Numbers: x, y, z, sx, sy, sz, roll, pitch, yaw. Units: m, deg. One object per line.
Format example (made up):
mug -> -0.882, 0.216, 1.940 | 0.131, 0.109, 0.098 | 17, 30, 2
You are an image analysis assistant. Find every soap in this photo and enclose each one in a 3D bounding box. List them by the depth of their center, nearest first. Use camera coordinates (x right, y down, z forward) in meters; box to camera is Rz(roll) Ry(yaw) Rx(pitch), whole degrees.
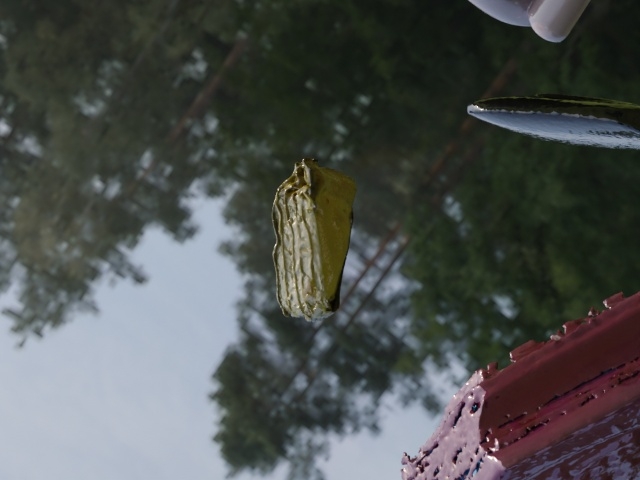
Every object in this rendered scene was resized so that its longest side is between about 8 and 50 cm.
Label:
soap -> 0.184, 0.156, 1.175 | 0.162, 0.250, 0.099 | 45, -162, -50

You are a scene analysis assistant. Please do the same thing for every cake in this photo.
cake -> -0.004, 0.001, 1.726 | 0.116, 0.079, 0.185 | -3, -100, -62

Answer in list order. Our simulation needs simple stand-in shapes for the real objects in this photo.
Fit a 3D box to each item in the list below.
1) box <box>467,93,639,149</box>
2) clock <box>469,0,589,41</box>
box -> 0.256, -0.115, 1.452 | 0.201, 0.042, 0.212 | 9, -178, 32
clock -> 0.147, -0.381, 1.599 | 0.325, 0.184, 0.342 | 27, -158, -11
